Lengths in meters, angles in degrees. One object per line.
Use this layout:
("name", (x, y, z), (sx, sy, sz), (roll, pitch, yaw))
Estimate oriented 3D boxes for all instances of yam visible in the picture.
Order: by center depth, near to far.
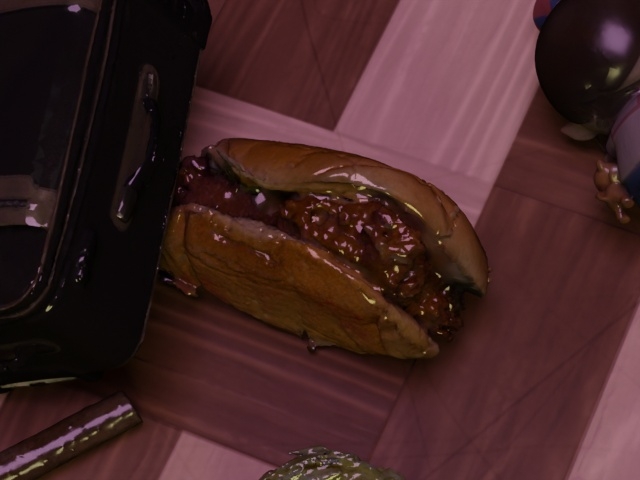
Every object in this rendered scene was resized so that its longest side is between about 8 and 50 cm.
("yam", (-0.308, 0.226, 1.570), (0.327, 0.045, 0.045), (-29, 86, -9))

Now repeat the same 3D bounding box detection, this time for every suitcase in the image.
("suitcase", (-0.261, -0.078, 1.596), (0.283, 0.194, 0.433), (-9, 61, 34))

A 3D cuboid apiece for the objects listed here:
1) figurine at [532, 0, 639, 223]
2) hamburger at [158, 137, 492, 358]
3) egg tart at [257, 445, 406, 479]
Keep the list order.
("figurine", (0.289, -0.146, 1.637), (0.158, 0.161, 0.275), (-3, 56, -42))
("hamburger", (0.000, 0.000, 1.582), (0.282, 0.245, 0.155), (34, 66, -14))
("egg tart", (0.006, 0.275, 1.486), (0.197, 0.078, 0.197), (-4, 63, 8))
